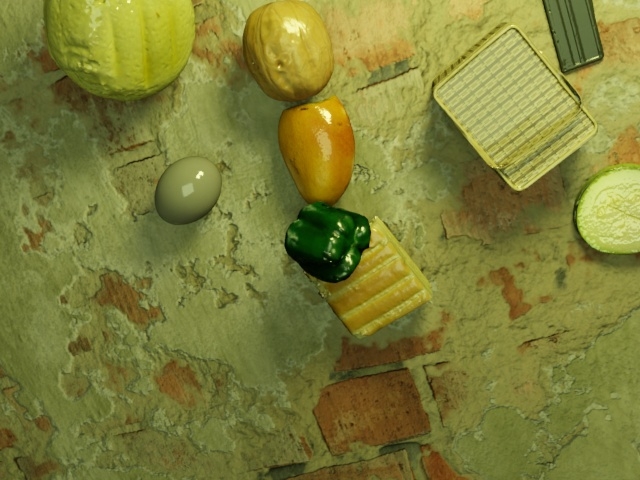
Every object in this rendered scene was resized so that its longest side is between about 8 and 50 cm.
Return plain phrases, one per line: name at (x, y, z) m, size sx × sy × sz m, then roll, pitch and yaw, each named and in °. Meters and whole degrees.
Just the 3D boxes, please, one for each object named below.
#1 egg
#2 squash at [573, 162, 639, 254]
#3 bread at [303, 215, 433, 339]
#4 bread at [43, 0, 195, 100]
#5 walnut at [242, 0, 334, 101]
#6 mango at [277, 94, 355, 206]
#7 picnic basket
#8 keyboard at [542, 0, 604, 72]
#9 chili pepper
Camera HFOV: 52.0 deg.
egg at (-0.326, -0.120, 1.607) m, size 0.199 × 0.146 × 0.146 m, roll -38°, pitch 100°, yaw 27°
squash at (0.701, -0.072, 1.524) m, size 0.219 × 0.041 × 0.219 m, roll 4°, pitch 109°, yaw 13°
bread at (0.112, 0.097, 1.635) m, size 0.246 × 0.111 × 0.239 m, roll -35°, pitch 98°, yaw 22°
bread at (-0.426, -0.466, 1.419) m, size 0.237 × 0.320 × 0.320 m, roll 27°, pitch 113°, yaw 25°
walnut at (-0.070, -0.414, 1.446) m, size 0.195 × 0.195 × 0.221 m, roll -17°, pitch 113°, yaw 14°
mango at (-0.002, -0.195, 1.535) m, size 0.187 × 0.138 × 0.257 m, roll -11°, pitch 102°, yaw 25°
picnic basket at (0.416, -0.285, 1.415) m, size 0.228 × 0.175 × 0.313 m, roll -38°, pitch 100°, yaw 19°
keyboard at (0.507, -0.552, 1.385) m, size 0.103 × 0.041 × 0.381 m, roll -17°, pitch 112°, yaw 14°
chili pepper at (0.000, 0.000, 1.515) m, size 0.165 × 0.261 × 0.174 m, roll 18°, pitch 89°, yaw -34°
